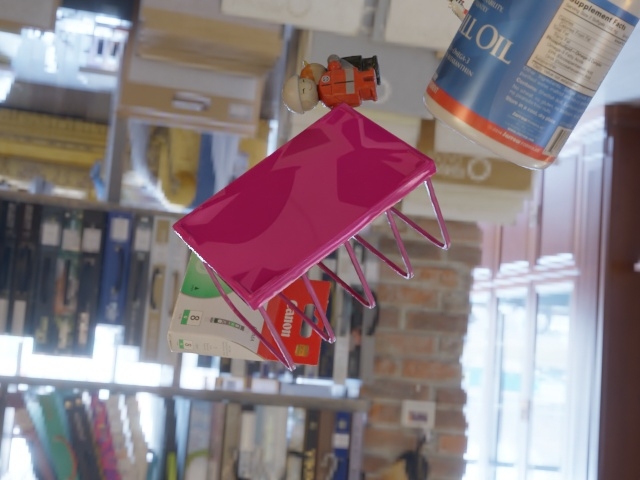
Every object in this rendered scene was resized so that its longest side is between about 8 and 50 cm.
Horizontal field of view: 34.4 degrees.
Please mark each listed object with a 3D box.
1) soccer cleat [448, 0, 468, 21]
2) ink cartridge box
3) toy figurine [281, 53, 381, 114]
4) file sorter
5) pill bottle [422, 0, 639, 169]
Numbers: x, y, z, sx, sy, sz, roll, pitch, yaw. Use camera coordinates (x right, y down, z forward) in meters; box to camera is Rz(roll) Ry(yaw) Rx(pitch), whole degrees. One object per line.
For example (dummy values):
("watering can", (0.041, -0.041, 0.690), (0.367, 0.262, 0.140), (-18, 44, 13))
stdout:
("soccer cleat", (0.275, -0.464, 2.076), (0.035, 0.083, 0.029), (0, 141, -10))
("ink cartridge box", (-0.105, 0.099, 1.587), (0.224, 0.181, 0.056), (4, 135, 6))
("toy figurine", (0.026, -0.183, 1.626), (0.148, 0.213, 0.209), (-7, -159, 7))
("file sorter", (0.000, 0.000, 1.370), (0.202, 0.290, 0.182), (40, 162, 44))
("pill bottle", (0.184, -0.179, 0.827), (0.124, 0.221, 0.124), (25, -163, -8))
